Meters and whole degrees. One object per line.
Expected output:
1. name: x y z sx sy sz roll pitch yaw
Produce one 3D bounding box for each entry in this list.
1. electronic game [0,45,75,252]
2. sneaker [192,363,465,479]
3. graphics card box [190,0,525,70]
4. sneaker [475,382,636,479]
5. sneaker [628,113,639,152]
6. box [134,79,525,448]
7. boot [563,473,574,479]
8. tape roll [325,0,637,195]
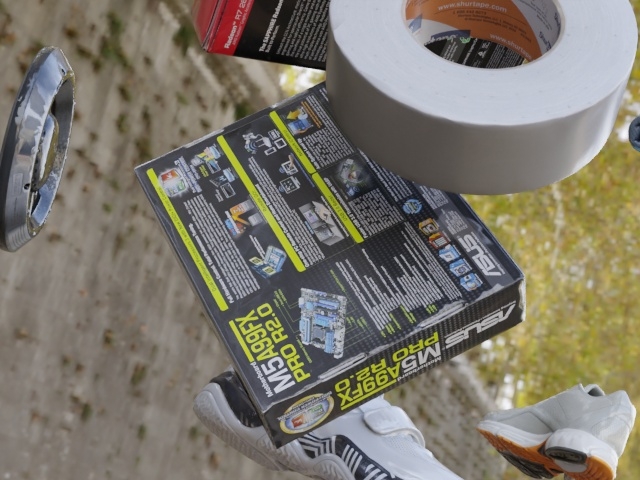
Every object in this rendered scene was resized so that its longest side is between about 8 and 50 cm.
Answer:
1. electronic game: -0.314 -0.099 1.200 0.048 0.229 0.229 13 -16 -5
2. sneaker: 0.052 0.176 1.190 0.366 0.210 0.137 20 -23 29
3. graphics card box: 0.074 -0.283 1.135 0.371 0.094 0.233 5 -52 -25
4. sneaker: 0.310 0.239 1.421 0.099 0.121 0.262 45 -21 -18
5. sneaker: 0.388 -0.128 1.170 0.125 0.104 0.262 2 10 5
6. box: 0.000 0.000 0.870 0.270 0.216 0.060 56 -11 37
7. boot: 0.428 0.391 1.864 0.037 0.106 0.114 -4 -4 13
8. tape roll: 0.114 -0.137 0.800 0.219 0.219 0.072 15 -37 9
